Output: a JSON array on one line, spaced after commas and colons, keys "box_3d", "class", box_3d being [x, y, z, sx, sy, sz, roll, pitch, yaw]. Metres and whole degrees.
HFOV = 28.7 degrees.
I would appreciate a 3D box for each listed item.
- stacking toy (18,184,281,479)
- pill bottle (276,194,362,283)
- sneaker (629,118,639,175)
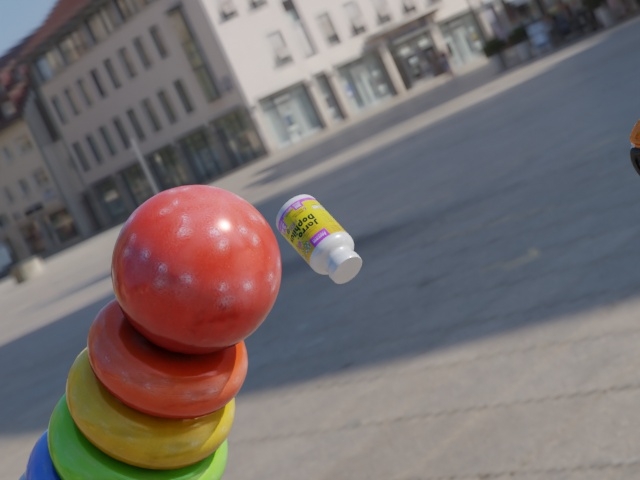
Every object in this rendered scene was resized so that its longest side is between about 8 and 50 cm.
[{"box_3d": [-0.108, 0.109, 0.722, 0.141, 0.141, 0.330, -30, -33, -50], "class": "stacking toy"}, {"box_3d": [0.000, 0.000, 1.087, 0.043, 0.083, 0.043, -27, -37, -23], "class": "pill bottle"}, {"box_3d": [0.408, -0.044, 1.111, 0.121, 0.262, 0.099, -34, -17, -39], "class": "sneaker"}]
